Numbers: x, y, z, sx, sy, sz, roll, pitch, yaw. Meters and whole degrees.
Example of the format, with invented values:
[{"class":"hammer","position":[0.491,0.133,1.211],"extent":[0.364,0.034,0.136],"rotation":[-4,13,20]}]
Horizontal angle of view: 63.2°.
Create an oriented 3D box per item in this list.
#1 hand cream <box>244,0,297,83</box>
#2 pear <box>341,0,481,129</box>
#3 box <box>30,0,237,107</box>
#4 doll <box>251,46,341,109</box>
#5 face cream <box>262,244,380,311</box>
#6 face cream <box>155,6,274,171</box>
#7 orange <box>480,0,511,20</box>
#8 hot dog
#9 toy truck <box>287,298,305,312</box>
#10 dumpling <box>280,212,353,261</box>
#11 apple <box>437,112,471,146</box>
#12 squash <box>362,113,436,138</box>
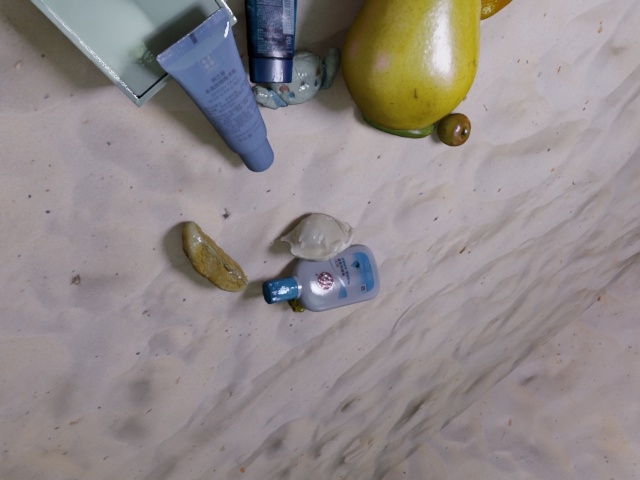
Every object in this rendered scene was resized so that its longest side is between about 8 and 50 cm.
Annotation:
[{"class":"hand cream","position":[-0.090,-0.430,0.955],"extent":[0.120,0.061,0.271],"rotation":[-8,111,-27]},{"class":"pear","position":[0.183,-0.381,1.027],"extent":[0.284,0.285,0.336],"rotation":[-28,164,-11]},{"class":"box","position":[-0.300,-0.387,0.835],"extent":[0.225,0.117,0.225],"rotation":[-41,136,1]},{"class":"doll","position":[-0.049,-0.334,1.077],"extent":[0.213,0.072,0.104],"rotation":[-29,144,-12]},{"class":"face cream","position":[0.004,0.111,1.431],"extent":[0.336,0.080,0.163],"rotation":[-9,84,-27]},{"class":"face cream","position":[-0.168,-0.251,0.978],"extent":[0.135,0.086,0.385],"rotation":[-40,156,-6]},{"class":"orange","position":[0.342,-0.559,1.089],"extent":[0.237,0.158,0.179],"rotation":[-36,153,-6]},{"class":"hot dog","position":[-0.261,0.052,1.242],"extent":[0.073,0.084,0.242],"rotation":[-39,138,-1]},{"class":"toy truck","position":[-0.063,0.165,1.485],"extent":[0.048,0.054,0.083],"rotation":[-15,132,-22]},{"class":"dumpling","position":[0.000,0.000,1.340],"extent":[0.198,0.136,0.119],"rotation":[-12,138,-12]},{"class":"apple","position":[0.354,-0.293,1.373],"extent":[0.089,0.074,0.090],"rotation":[-19,131,-23]},{"class":"squash","position":[0.203,-0.289,1.283],"extent":[0.251,0.066,0.066],"rotation":[4,122,-35]}]
